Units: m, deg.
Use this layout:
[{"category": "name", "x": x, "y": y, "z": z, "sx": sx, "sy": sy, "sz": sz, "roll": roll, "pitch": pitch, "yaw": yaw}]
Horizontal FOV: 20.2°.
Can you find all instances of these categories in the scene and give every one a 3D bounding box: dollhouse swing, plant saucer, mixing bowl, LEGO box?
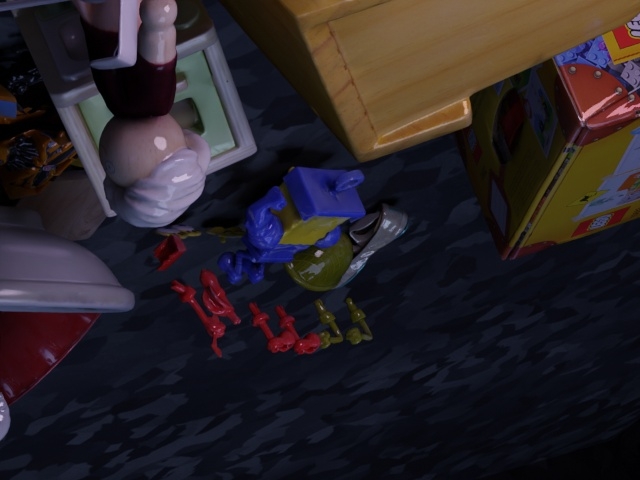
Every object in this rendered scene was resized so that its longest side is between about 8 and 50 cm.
[{"category": "dollhouse swing", "x": 0.073, "y": -0.267, "z": 1.490, "sx": 0.305, "sy": 0.315, "sz": 0.347, "roll": -39, "pitch": 162, "yaw": -2}, {"category": "plant saucer", "x": -0.381, "y": 0.019, "z": 1.757, "sx": 0.400, "sy": 0.100, "sz": 0.400, "roll": 1, "pitch": 176, "yaw": 0}, {"category": "mixing bowl", "x": -0.345, "y": 0.100, "z": 2.076, "sx": 0.181, "sy": 0.098, "sz": 0.181, "roll": -42, "pitch": -168, "yaw": 11}, {"category": "LEGO box", "x": 0.378, "y": -0.181, "z": 2.020, "sx": 0.372, "sy": 0.193, "sz": 0.500, "roll": -18, "pitch": 166, "yaw": -9}]

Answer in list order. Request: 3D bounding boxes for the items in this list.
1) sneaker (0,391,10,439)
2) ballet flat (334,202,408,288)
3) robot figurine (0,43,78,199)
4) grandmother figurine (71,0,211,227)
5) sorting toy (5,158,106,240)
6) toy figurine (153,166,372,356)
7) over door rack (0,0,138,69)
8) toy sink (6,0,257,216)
[{"category": "sneaker", "x": -0.455, "y": 0.164, "z": 2.032, "sx": 0.090, "sy": 0.235, "sz": 0.095, "roll": -59, "pitch": 175, "yaw": -27}, {"category": "ballet flat", "x": 0.049, "y": 0.003, "z": 2.419, "sx": 0.052, "sy": 0.057, "sz": 0.168, "roll": 27, "pitch": 126, "yaw": -30}, {"category": "robot figurine", "x": -0.332, "y": -0.100, "z": 1.675, "sx": 0.291, "sy": 0.085, "sz": 0.211, "roll": 0, "pitch": 149, "yaw": -48}, {"category": "grandmother figurine", "x": -0.157, "y": -0.172, "z": 1.385, "sx": 0.104, "sy": 0.342, "sz": 0.208, "roll": -13, "pitch": -158, "yaw": -7}, {"category": "sorting toy", "x": -0.277, "y": -0.053, "z": 1.903, "sx": 0.132, "sy": 0.046, "sz": 0.274, "roll": -8, "pitch": 154, "yaw": -39}, {"category": "toy figurine", "x": 0.000, "y": 0.000, "z": 2.165, "sx": 0.217, "sy": 0.191, "sz": 0.362, "roll": -43, "pitch": 155, "yaw": 28}, {"category": "over door rack", "x": -0.310, "y": -0.208, "z": 1.254, "sx": 0.324, "sy": 0.108, "sz": 0.239, "roll": 10, "pitch": 176, "yaw": 30}, {"category": "toy sink", "x": -0.166, "y": -0.156, "z": 1.561, "sx": 0.153, "sy": 0.131, "sz": 0.234, "roll": -24, "pitch": 139, "yaw": -6}]
